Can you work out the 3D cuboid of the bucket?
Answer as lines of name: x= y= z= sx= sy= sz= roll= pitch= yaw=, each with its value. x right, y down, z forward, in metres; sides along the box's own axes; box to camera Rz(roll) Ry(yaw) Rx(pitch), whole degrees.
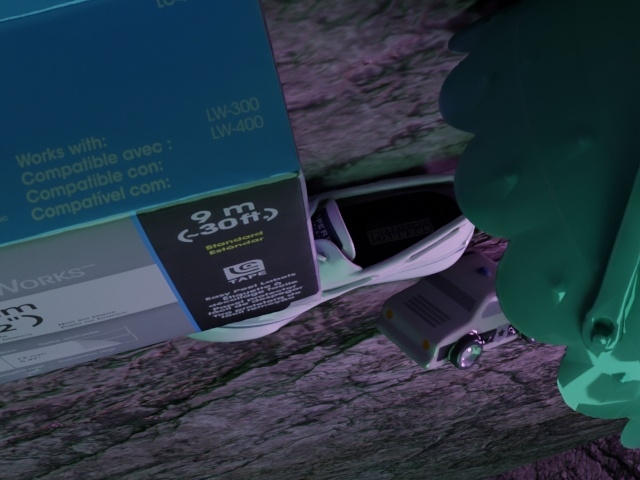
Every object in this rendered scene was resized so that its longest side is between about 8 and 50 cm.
bucket: x=0.213 y=-0.044 z=0.633 sx=0.183 sy=0.281 sz=0.281 roll=-28 pitch=157 yaw=32

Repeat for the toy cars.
toy cars: x=0.254 y=0.067 z=1.131 sx=0.394 sy=0.176 sz=0.087 roll=9 pitch=120 yaw=0

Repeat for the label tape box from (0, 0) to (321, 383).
label tape box: x=-0.137 y=-0.029 z=0.651 sx=0.249 sy=0.115 sz=0.347 roll=-14 pitch=163 yaw=-2

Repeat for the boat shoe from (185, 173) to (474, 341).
boat shoe: x=0.000 y=0.000 z=0.893 sx=0.258 sy=0.095 sz=0.084 roll=-20 pitch=159 yaw=-16
